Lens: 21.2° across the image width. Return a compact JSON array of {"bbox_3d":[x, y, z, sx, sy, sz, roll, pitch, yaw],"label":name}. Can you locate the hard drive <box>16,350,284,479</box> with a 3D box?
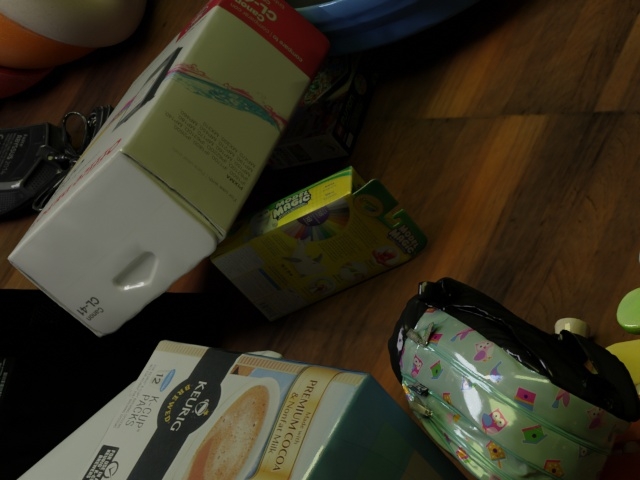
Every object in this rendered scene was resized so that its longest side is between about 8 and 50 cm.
[{"bbox_3d":[-0.182,0.199,1.407,0.307,0.040,0.203,-40,17,-34],"label":"hard drive"}]

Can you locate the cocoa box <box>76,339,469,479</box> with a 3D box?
[{"bbox_3d":[-0.061,0.281,1.228,0.228,0.231,0.347,5,56,46],"label":"cocoa box"}]

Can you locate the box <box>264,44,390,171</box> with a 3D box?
[{"bbox_3d":[0.006,-0.168,1.797,0.114,0.036,0.207,-10,47,37],"label":"box"}]

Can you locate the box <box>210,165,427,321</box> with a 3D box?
[{"bbox_3d":[0.000,0.000,1.572,0.179,0.105,0.043,-23,41,23],"label":"box"}]

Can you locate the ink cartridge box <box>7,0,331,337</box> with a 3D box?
[{"bbox_3d":[-0.140,-0.086,1.652,0.226,0.131,0.306,-38,16,42],"label":"ink cartridge box"}]

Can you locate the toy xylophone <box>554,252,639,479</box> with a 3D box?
[{"bbox_3d":[0.253,0.107,1.247,0.236,0.081,0.323,-18,42,30],"label":"toy xylophone"}]

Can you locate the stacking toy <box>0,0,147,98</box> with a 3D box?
[{"bbox_3d":[-0.482,-0.259,2.185,0.480,0.350,0.350,-43,32,29],"label":"stacking toy"}]

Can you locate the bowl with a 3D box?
[{"bbox_3d":[0.083,-0.333,1.817,0.391,0.077,0.391,-22,33,15],"label":"bowl"}]

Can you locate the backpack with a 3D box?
[{"bbox_3d":[0.137,0.113,1.189,0.115,0.152,0.182,-66,28,9],"label":"backpack"}]

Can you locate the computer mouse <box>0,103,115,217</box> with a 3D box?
[{"bbox_3d":[-0.367,-0.070,2.023,0.272,0.072,0.188,-1,49,27],"label":"computer mouse"}]

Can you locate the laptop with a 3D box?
[{"bbox_3d":[-0.307,0.257,1.637,0.408,0.236,0.382,0,42,6],"label":"laptop"}]
